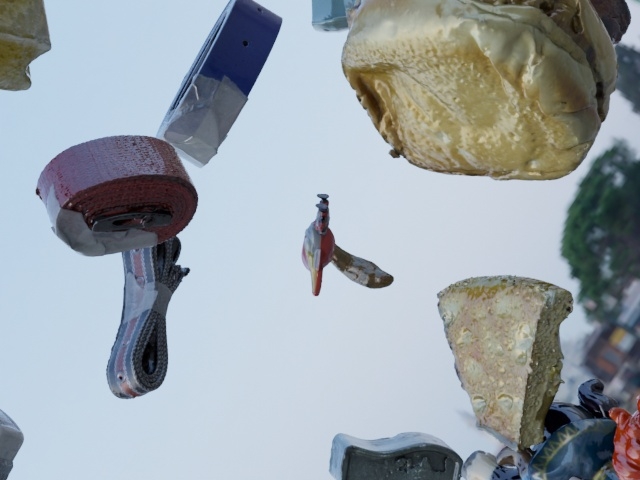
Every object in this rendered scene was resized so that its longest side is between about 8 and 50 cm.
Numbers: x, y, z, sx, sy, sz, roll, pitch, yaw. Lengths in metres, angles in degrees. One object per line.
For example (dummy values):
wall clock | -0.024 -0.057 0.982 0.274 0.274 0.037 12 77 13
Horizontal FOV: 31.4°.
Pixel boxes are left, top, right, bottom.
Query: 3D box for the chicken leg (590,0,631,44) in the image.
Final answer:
chicken leg | 0.305 -0.349 1.581 0.083 0.322 0.178 -158 75 -66

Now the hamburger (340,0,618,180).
hamburger | 0.115 -0.131 0.849 0.214 0.213 0.108 95 -161 -60

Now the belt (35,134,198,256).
belt | -0.263 -0.055 1.499 0.200 0.124 0.128 -10 -48 -22

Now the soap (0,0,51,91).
soap | -0.595 -0.410 1.778 0.293 0.335 0.156 9 -37 -37

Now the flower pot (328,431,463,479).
flower pot | 0.135 0.402 2.030 0.108 0.229 0.103 -168 79 -81

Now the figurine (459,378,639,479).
figurine | 0.337 0.302 1.248 0.241 0.411 0.306 47 -129 -37

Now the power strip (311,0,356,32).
power strip | 0.005 -0.345 1.200 0.167 0.054 0.253 -63 -35 -81

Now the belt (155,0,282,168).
belt | -0.197 -0.317 2.246 0.347 0.117 0.212 -62 16 -8

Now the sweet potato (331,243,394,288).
sweet potato | 0.060 0.048 2.229 0.053 0.182 0.054 -63 -13 14

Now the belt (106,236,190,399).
belt | -0.340 0.139 2.211 0.126 0.094 0.360 43 -141 -41

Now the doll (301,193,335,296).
doll | 0.000 0.000 1.958 0.109 0.057 0.169 -92 13 -52

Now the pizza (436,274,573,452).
pizza | 0.212 0.124 1.305 0.080 0.204 0.188 -2 -79 -30

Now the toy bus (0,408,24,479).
toy bus | -0.545 0.376 1.571 0.343 0.138 0.097 -61 -18 -10
